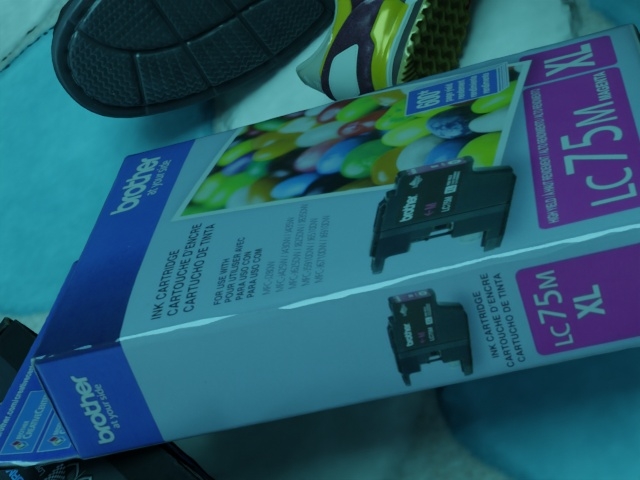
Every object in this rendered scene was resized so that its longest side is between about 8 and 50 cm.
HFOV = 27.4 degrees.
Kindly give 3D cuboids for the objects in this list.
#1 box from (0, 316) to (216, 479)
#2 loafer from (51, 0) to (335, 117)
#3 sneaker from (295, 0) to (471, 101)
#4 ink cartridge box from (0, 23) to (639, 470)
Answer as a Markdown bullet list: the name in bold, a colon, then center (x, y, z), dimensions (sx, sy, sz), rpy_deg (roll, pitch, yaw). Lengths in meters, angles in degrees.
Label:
- **box**: center (-0.154, 0.205, 0.560), dimensions (0.293, 0.073, 0.295), rpy_deg (-52, 35, -8)
- **loafer**: center (-0.029, -0.182, 0.769), dimensions (0.302, 0.109, 0.095), rpy_deg (-37, 30, -3)
- **sneaker**: center (0.047, -0.157, 0.714), dimensions (0.083, 0.069, 0.186), rpy_deg (12, 67, 30)
- **ink cartridge box**: center (0.000, 0.000, 0.575), dimensions (0.311, 0.065, 0.186), rpy_deg (-15, 27, 14)
